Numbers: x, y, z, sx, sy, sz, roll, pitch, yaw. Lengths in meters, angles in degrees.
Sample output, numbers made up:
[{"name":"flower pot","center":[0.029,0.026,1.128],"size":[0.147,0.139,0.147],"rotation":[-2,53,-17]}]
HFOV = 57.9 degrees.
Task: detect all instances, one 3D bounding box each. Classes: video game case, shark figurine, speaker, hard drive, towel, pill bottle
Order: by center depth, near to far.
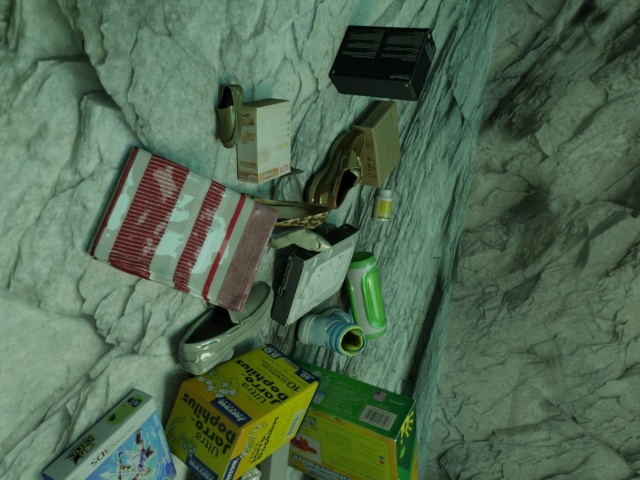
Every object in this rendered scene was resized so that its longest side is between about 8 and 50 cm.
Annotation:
[{"name":"towel","center":[-0.261,-0.016,1.160],"size":[0.328,0.037,0.237],"rotation":[25,77,-26]},{"name":"video game case","center":[-0.433,0.499,1.234],"size":[0.244,0.061,0.270],"rotation":[-43,137,-45]},{"name":"shark figurine","center":[-0.085,-0.090,1.605],"size":[0.116,0.166,0.278],"rotation":[-74,147,-68]},{"name":"hard drive","center":[-0.007,0.099,1.771],"size":[0.339,0.064,0.237],"rotation":[-26,140,-55]},{"name":"speaker","center":[0.158,0.195,2.058],"size":[0.131,0.131,0.297],"rotation":[-33,117,-52]},{"name":"pill bottle","center":[0.234,-0.134,2.165],"size":[0.065,0.065,0.117],"rotation":[-10,111,-60]}]

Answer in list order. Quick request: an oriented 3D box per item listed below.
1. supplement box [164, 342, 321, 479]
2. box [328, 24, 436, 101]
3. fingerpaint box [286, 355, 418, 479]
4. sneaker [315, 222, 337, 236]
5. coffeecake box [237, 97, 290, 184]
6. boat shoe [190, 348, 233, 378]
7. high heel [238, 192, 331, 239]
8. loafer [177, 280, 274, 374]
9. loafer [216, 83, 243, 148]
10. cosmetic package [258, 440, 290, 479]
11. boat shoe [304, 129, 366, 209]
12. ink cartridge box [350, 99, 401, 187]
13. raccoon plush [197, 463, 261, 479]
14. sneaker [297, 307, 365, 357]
[{"name":"supplement box","center":[-0.188,0.428,1.461],"size":[0.356,0.194,0.195],"rotation":[-12,128,-60]},{"name":"box","center":[0.181,-0.520,1.692],"size":[0.103,0.261,0.184],"rotation":[47,62,-57]},{"name":"fingerpaint box","center":[0.066,0.591,1.776],"size":[0.163,0.444,0.371],"rotation":[-47,140,-43]},{"name":"sneaker","center":[0.000,0.000,1.822],"size":[0.152,0.053,0.061],"rotation":[-45,151,-37]},{"name":"coffeecake box","center":[-0.138,-0.248,1.433],"size":[0.142,0.068,0.186],"rotation":[-31,128,-53]},{"name":"boat shoe","center":[-0.276,0.309,1.459],"size":[0.142,0.049,0.040],"rotation":[-30,158,-55]},{"name":"high heel","center":[-0.097,-0.087,1.443],"size":[0.261,0.186,0.093],"rotation":[35,38,-57]},{"name":"loafer","center":[-0.224,0.194,1.427],"size":[0.319,0.112,0.112],"rotation":[-47,148,-42]},{"name":"loafer","center":[-0.210,-0.283,1.307],"size":[0.050,0.056,0.148],"rotation":[6,87,-61]},{"name":"cosmetic package","center":[-0.170,0.649,1.710],"size":[0.107,0.127,0.238],"rotation":[-20,118,-57]},{"name":"boat shoe","center":[0.074,-0.206,1.783],"size":[0.324,0.119,0.123],"rotation":[-60,148,-28]},{"name":"ink cartridge box","center":[0.194,-0.332,1.981],"size":[0.193,0.088,0.235],"rotation":[-52,143,-40]},{"name":"raccoon plush","center":[-0.339,0.714,1.454],"size":[0.446,0.299,0.216],"rotation":[-20,143,-21]},{"name":"sneaker","center":[0.080,0.312,1.930],"size":[0.319,0.208,0.127],"rotation":[-4,104,-62]}]
